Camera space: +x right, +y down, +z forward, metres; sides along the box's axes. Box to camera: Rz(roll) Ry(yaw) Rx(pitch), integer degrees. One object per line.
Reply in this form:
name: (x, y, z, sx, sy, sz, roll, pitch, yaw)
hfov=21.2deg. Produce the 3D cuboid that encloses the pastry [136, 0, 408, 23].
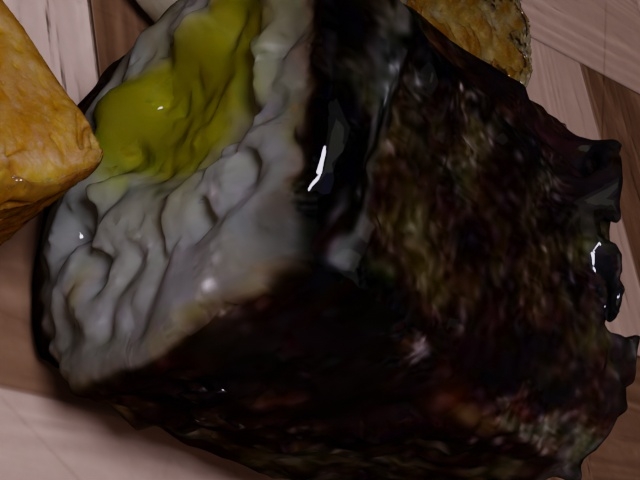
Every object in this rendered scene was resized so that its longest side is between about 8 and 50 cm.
pastry: (-0.048, -0.229, 1.252, 0.265, 0.133, 0.264, 32, 42, -35)

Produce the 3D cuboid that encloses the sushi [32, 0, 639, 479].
sushi: (0.001, 0.002, 1.016, 0.294, 0.299, 0.281, 25, 75, -37)

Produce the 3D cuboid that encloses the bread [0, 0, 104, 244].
bread: (-0.227, -0.053, 0.886, 0.158, 0.149, 0.143, 62, 31, 2)

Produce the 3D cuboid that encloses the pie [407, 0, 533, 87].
pie: (0.085, -0.219, 1.487, 0.274, 0.055, 0.274, 25, 52, -36)
